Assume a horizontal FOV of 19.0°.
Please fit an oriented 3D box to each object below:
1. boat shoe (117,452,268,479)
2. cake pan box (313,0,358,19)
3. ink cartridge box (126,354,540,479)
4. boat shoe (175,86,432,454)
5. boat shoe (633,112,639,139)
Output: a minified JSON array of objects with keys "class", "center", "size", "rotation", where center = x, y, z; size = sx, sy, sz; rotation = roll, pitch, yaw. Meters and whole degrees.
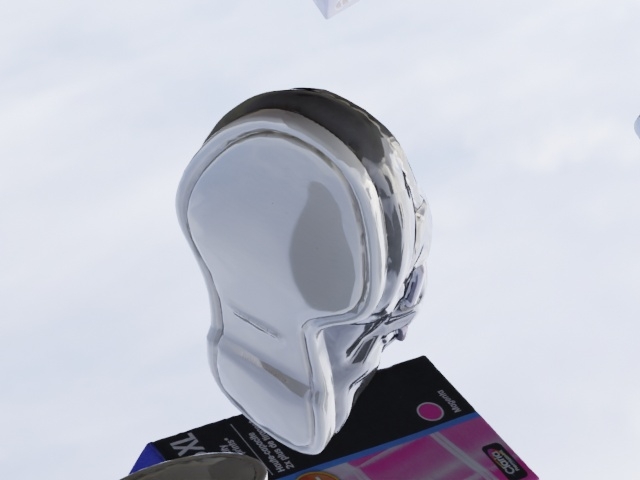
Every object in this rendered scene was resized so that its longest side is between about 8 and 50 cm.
[{"class":"boat shoe","center":[-0.104,0.177,0.943],"size":[0.206,0.065,0.075],"rotation":[-34,-146,-33]},{"class":"cake pan box","center":[-0.032,-0.305,1.432],"size":[0.070,0.245,0.267],"rotation":[-35,177,-4]},{"class":"ink cartridge box","center":[-0.016,0.213,1.575],"size":[0.371,0.069,0.176],"rotation":[-17,-134,-29]},{"class":"boat shoe","center":[0.000,0.000,0.934],"size":[0.112,0.335,0.095],"rotation":[33,-114,11]},{"class":"boat shoe","center":[0.430,-0.121,1.765],"size":[0.301,0.108,0.102],"rotation":[7,-120,52]}]
